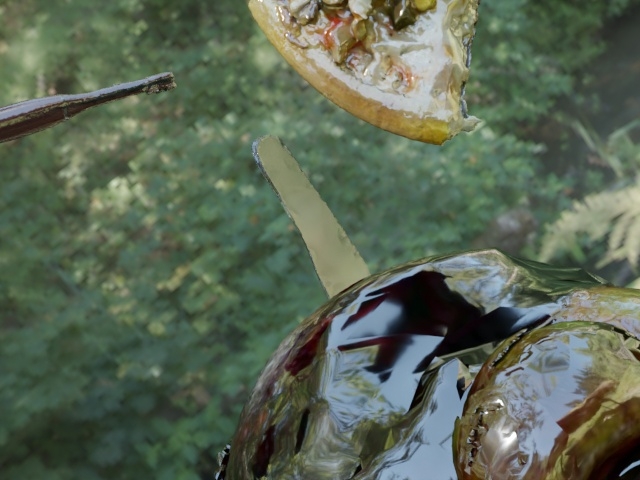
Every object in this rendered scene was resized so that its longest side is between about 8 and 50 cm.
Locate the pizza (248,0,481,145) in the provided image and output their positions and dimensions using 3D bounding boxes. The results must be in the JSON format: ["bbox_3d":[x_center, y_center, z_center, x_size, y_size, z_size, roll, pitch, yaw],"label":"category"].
[{"bbox_3d":[0.063,-0.175,0.966,0.195,0.185,0.052,-54,-7,-9],"label":"pizza"}]

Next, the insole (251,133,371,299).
[{"bbox_3d":[0.000,0.000,1.799,0.012,0.309,0.110,-30,3,37],"label":"insole"}]

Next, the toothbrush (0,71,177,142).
[{"bbox_3d":[-0.323,-0.122,1.452,0.364,0.041,0.041,-18,15,-17],"label":"toothbrush"}]

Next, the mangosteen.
[{"bbox_3d":[0.125,0.202,0.923,0.381,0.381,0.421,-41,27,-11],"label":"mangosteen"}]
